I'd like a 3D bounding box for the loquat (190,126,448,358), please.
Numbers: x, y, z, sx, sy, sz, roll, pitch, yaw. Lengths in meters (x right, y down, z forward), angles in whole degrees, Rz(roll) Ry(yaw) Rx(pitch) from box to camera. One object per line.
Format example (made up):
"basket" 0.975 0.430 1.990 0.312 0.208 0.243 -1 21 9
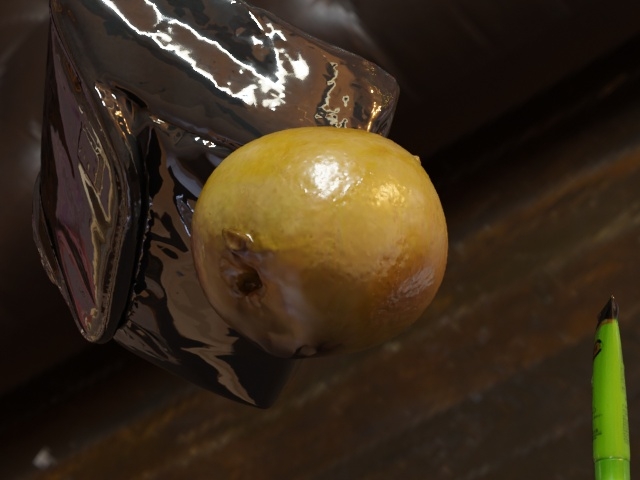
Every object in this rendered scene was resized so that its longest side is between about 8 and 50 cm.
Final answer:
"loquat" 0.000 0.000 1.122 0.163 0.163 0.137 -15 92 35

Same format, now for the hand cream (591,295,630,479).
"hand cream" 0.182 0.097 1.198 0.023 0.036 0.122 5 66 -4

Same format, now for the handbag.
"handbag" -0.111 -0.036 1.348 0.302 0.275 0.178 109 -175 -52
